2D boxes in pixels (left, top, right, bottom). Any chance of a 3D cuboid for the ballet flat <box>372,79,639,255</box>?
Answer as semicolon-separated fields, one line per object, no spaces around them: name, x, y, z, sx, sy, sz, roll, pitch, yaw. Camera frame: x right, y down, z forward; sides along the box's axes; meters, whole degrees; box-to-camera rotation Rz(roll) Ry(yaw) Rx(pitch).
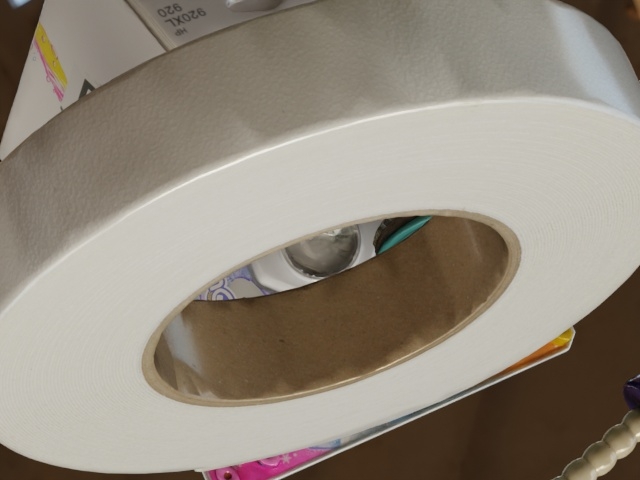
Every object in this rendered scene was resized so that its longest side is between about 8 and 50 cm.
ballet flat;0.238;-0.057;1.686;0.483;0.164;0.182;-16;-135;55

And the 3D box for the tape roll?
tape roll;-0.004;0.010;1.008;0.392;0.392;0.072;-24;-116;7

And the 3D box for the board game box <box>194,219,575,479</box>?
board game box;0.000;0.000;1.862;0.390;0.390;0.050;-23;171;-9

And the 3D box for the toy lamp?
toy lamp;0.252;0.206;1.751;0.275;0.080;0.080;-39;-145;-12

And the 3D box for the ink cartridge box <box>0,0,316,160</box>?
ink cartridge box;-0.087;-0.101;1.299;0.171;0.232;0.168;-26;-113;-37
